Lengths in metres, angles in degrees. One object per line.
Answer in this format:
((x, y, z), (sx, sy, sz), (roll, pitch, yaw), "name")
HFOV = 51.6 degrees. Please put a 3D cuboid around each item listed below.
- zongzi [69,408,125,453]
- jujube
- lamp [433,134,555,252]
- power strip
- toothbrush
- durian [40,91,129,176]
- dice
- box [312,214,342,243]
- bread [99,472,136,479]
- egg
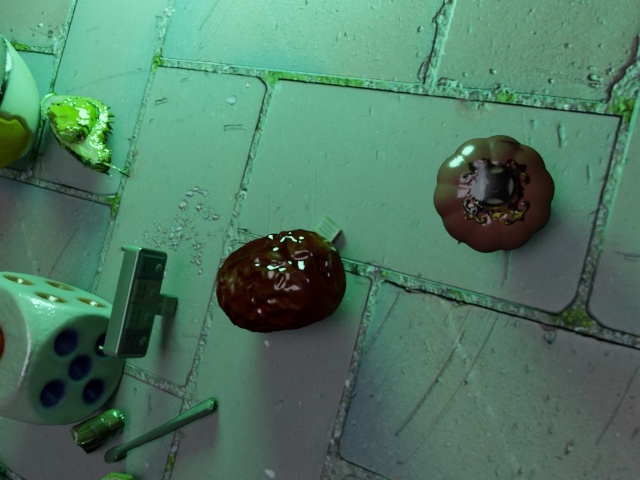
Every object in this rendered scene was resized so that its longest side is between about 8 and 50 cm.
((-0.454, 0.402, 1.387), (0.109, 0.119, 0.055), (-24, 60, -17), "zongzi")
((-0.071, 0.073, 1.157), (0.250, 0.174, 0.174), (-21, 71, 40), "jujube")
((0.265, -0.070, 1.020), (0.182, 0.140, 0.182), (0, 89, 12), "lamp")
((-0.350, 0.123, 1.312), (0.061, 0.145, 0.216), (11, 86, 29), "power strip")
((-0.319, 0.382, 1.321), (0.297, 0.030, 0.030), (-31, 59, 20), "toothbrush")
((-0.545, -0.263, 1.508), (0.375, 0.132, 0.107), (43, 127, 33), "durian")
((-0.573, 0.217, 1.362), (0.259, 0.251, 0.243), (16, 88, 30), "dice")
((0.000, 0.000, 1.217), (0.046, 0.012, 0.083), (42, 102, 27), "box")
((-0.394, 0.535, 1.315), (0.117, 0.064, 0.156), (-43, 63, 11), "bread")
((-0.792, -0.313, 1.599), (0.337, 0.201, 0.337), (-8, 72, 24), "egg")
